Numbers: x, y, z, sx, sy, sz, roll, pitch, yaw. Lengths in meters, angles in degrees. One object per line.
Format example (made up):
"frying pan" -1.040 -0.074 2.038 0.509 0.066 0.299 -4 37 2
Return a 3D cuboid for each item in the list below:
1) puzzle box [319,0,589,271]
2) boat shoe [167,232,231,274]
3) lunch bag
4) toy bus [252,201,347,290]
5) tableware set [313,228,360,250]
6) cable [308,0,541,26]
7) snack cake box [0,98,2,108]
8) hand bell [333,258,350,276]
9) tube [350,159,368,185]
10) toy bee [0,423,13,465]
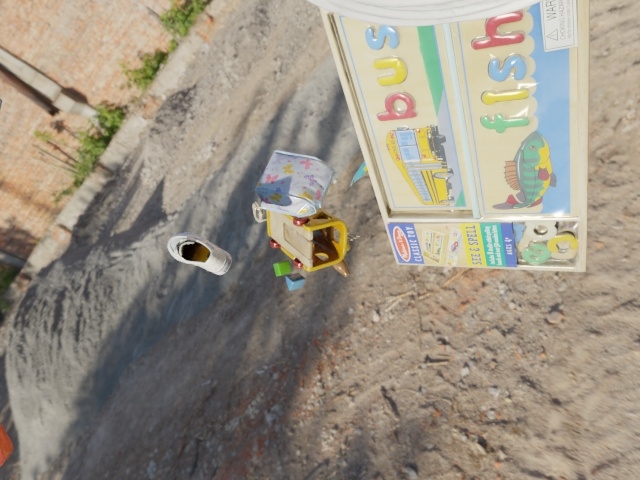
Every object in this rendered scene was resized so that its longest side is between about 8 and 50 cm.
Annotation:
"puzzle box" 0.182 -0.124 0.611 0.272 0.409 0.052 1 43 30
"boat shoe" -0.139 0.010 0.527 0.100 0.035 0.035 22 82 39
"lunch bag" -0.030 -0.069 0.621 0.083 0.053 0.071 11 61 17
"toy bus" -0.032 -0.024 0.951 0.191 0.104 0.202 -43 65 58
"tableware set" 0.000 0.000 1.032 0.154 0.104 0.024 15 119 39
"cable" 0.071 -0.209 0.244 0.257 0.257 0.089 -7 80 13
"snack cake box" -0.661 -0.173 0.844 0.152 0.089 0.264 108 165 -73
"hand bell" 0.010 0.007 1.458 0.126 0.126 0.242 -41 77 26
"tube" 0.162 -0.252 1.505 0.207 0.052 0.080 -47 -7 -4
"toy bee" -0.626 0.246 0.792 0.195 0.162 0.298 114 135 -64
